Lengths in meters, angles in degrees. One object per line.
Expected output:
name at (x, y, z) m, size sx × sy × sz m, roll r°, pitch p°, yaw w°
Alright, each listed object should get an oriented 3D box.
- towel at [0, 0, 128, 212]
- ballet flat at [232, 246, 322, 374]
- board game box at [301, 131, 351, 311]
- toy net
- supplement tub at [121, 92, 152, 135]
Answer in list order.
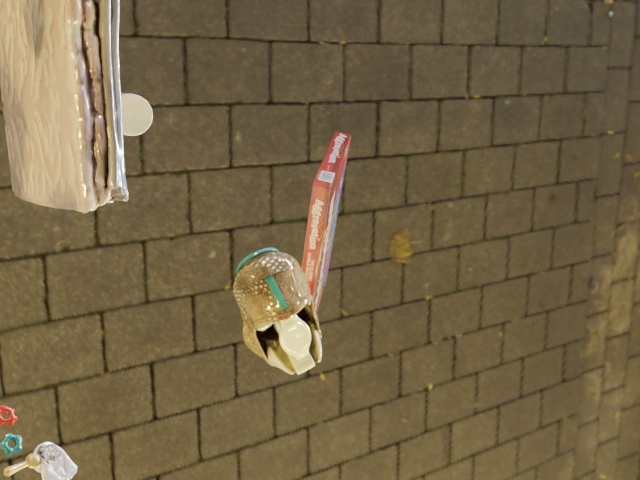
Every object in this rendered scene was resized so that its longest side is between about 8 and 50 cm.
towel at (-0.261, -0.198, 0.735) m, size 0.053 × 0.317 × 0.332 m, roll -6°, pitch 99°, yaw -33°
ballet flat at (-0.031, 0.079, 0.654) m, size 0.073 × 0.067 × 0.206 m, roll -27°, pitch 154°, yaw -5°
board game box at (0.000, 0.000, 1.102) m, size 0.145 × 0.027 × 0.281 m, roll -68°, pitch 170°, yaw -52°
toy net at (-0.567, 0.386, 1.427) m, size 0.232 × 0.045 × 0.122 m, roll 27°, pitch 50°, yaw -25°
supplement tub at (-0.332, -0.215, 1.299) m, size 0.071 × 0.107 × 0.071 m, roll -7°, pitch 105°, yaw -28°
